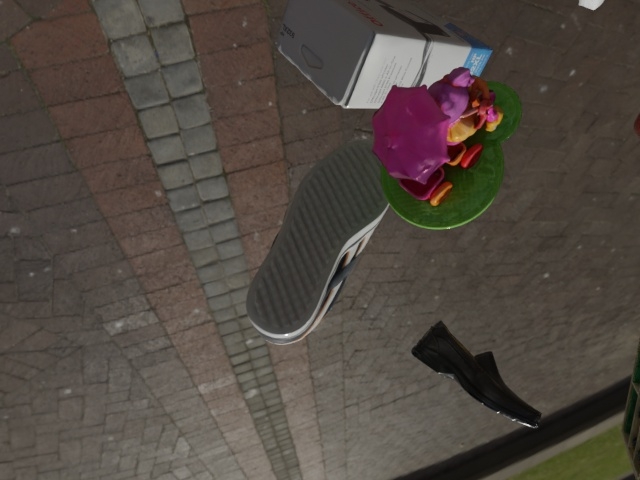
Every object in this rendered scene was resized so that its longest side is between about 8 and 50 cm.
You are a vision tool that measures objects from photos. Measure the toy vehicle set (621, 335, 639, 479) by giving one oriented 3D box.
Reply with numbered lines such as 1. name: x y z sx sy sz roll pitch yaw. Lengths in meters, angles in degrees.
1. toy vehicle set: 0.487 0.193 0.671 0.166 0.035 0.266 -7 105 -64

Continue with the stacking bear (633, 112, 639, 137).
1. stacking bear: 0.463 -0.229 0.557 0.175 0.164 0.289 6 95 -33

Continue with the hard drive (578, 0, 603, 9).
1. hard drive: 0.434 -0.487 0.630 0.203 0.040 0.307 -57 155 10

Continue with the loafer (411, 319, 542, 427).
1. loafer: 0.197 0.164 0.583 0.061 0.170 0.062 -56 151 -4

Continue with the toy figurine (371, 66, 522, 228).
1. toy figurine: 0.113 -0.101 0.429 0.173 0.130 0.159 -50 159 10

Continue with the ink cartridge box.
1. ink cartridge box: 0.113 -0.343 0.832 0.307 0.223 0.129 -12 140 -38

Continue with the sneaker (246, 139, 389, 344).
1. sneaker: 0.000 0.000 0.667 0.321 0.126 0.127 -56 170 -22
